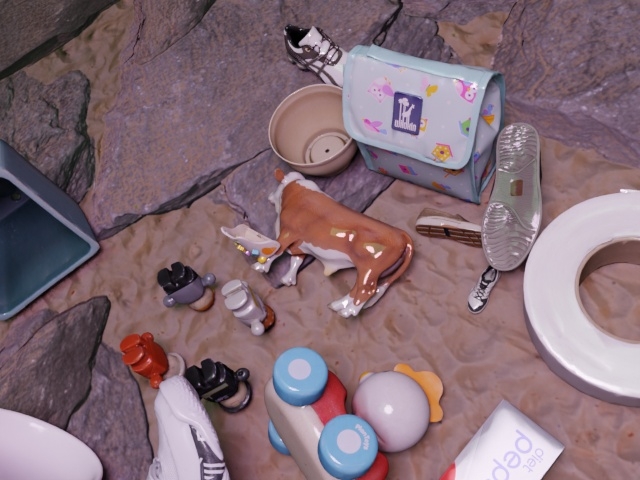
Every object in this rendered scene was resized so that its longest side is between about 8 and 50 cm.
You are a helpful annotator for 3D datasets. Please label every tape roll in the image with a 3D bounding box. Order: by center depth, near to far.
[{"bbox_3d":[0.426,0.078,0.826,0.286,0.100,0.286,-7,66,17],"label":"tape roll"}]

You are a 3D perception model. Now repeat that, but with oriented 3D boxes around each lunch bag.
[{"bbox_3d":[0.163,-0.190,0.936,0.223,0.262,0.160,22,77,24],"label":"lunch bag"}]

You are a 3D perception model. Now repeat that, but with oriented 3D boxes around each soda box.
[{"bbox_3d":[0.195,0.354,0.795,0.098,0.091,0.286,38,84,28],"label":"soda box"}]

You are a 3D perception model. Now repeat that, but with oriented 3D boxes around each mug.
[{"bbox_3d":[-0.554,0.450,0.939,0.374,0.276,0.328,16,80,55],"label":"mug"}]

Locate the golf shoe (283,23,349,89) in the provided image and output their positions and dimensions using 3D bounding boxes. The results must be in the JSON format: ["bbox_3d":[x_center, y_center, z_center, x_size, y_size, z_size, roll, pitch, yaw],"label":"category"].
[{"bbox_3d":[0.005,-0.355,1.156,0.198,0.094,0.077,27,78,25],"label":"golf shoe"}]

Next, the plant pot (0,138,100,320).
[{"bbox_3d":[-0.623,-0.052,1.168,0.248,0.247,0.252,-37,45,1],"label":"plant pot"}]

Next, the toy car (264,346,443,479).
[{"bbox_3d":[0.062,0.239,0.860,0.238,0.219,0.210,-24,58,-25],"label":"toy car"}]

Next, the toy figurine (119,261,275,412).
[{"bbox_3d":[-0.189,0.157,0.987,0.213,0.148,0.210,10,66,25],"label":"toy figurine"}]

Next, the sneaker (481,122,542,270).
[{"bbox_3d":[0.306,-0.056,0.922,0.083,0.118,0.222,8,83,27],"label":"sneaker"}]

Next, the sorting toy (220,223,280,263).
[{"bbox_3d":[-0.122,-0.001,0.969,0.083,0.075,0.045,26,88,39],"label":"sorting toy"}]

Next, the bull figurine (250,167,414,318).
[{"bbox_3d":[0.000,0.000,1.006,0.310,0.101,0.188,25,85,32],"label":"bull figurine"}]

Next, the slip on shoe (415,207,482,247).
[{"bbox_3d":[0.222,-0.024,0.971,0.135,0.051,0.041,9,58,28],"label":"slip on shoe"}]

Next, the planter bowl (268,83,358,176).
[{"bbox_3d":[0.002,-0.181,1.073,0.162,0.109,0.162,-7,66,16],"label":"planter bowl"}]

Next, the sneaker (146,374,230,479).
[{"bbox_3d":[-0.220,0.379,0.803,0.210,0.137,0.366,-14,95,-18],"label":"sneaker"}]

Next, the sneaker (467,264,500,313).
[{"bbox_3d":[0.249,0.072,0.925,0.032,0.037,0.083,24,79,24],"label":"sneaker"}]
